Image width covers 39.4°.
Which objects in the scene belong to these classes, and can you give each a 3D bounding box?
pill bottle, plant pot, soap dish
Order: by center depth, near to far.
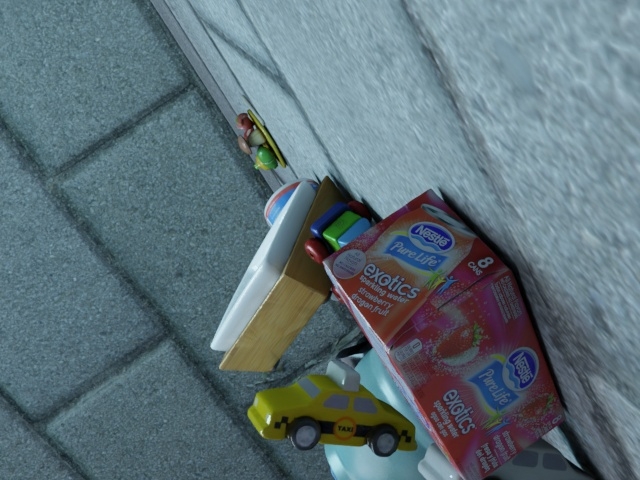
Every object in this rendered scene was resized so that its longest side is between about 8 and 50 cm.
[{"bbox_3d":[0.132,0.318,1.418,0.293,0.196,0.293,42,-165,-14],"label":"plant pot"},{"bbox_3d":[-0.057,0.065,1.450,0.118,0.229,0.291,29,136,-7],"label":"soap dish"},{"bbox_3d":[0.000,0.000,1.629,0.221,0.124,0.124,53,176,32],"label":"pill bottle"}]

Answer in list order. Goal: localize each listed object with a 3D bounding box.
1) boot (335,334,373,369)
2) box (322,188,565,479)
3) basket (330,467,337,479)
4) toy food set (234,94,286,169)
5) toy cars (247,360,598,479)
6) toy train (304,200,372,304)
[{"bbox_3d":[0.217,0.388,1.940,0.445,0.146,0.367,63,-160,1],"label":"boot"},{"bbox_3d":[0.120,0.096,0.821,0.128,0.123,0.257,53,176,46],"label":"box"},{"bbox_3d":[0.197,0.443,1.661,0.254,0.289,0.201,58,175,9],"label":"basket"},{"bbox_3d":[-0.153,-0.228,2.053,0.128,0.071,0.218,54,176,32],"label":"toy food set"},{"bbox_3d":[0.112,0.206,0.976,0.394,0.087,0.176,13,-174,22],"label":"toy cars"},{"bbox_3d":[0.092,0.066,1.282,0.143,0.105,0.248,28,156,53],"label":"toy train"}]
